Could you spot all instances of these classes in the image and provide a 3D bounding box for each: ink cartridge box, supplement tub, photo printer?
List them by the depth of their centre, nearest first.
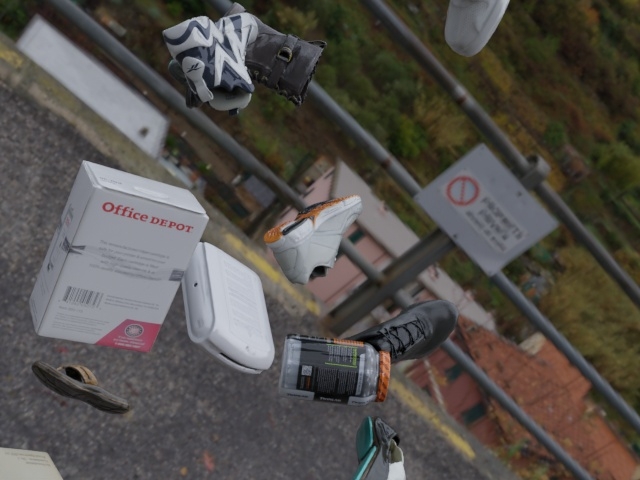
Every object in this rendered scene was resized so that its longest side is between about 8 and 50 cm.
[{"bbox_3d":[-0.343,0.032,1.419,0.207,0.283,0.117,16,19,-33],"label":"ink cartridge box"},{"bbox_3d":[0.024,0.234,1.500,0.190,0.117,0.117,8,32,-2],"label":"supplement tub"},{"bbox_3d":[-0.233,0.182,2.110,0.256,0.107,0.307,37,29,-45],"label":"photo printer"}]

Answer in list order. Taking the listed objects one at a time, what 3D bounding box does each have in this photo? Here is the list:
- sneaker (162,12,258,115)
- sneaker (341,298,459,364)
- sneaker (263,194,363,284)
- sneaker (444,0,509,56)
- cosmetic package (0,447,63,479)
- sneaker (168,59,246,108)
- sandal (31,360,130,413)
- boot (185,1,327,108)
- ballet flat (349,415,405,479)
[{"bbox_3d":[-0.151,-0.277,1.344,0.235,0.094,0.153,-42,114,-70],"label":"sneaker"},{"bbox_3d":[0.146,0.200,1.644,0.109,0.286,0.130,62,-5,7],"label":"sneaker"},{"bbox_3d":[0.000,0.000,1.572,0.262,0.099,0.121,-32,107,-46],"label":"sneaker"},{"bbox_3d":[0.201,-0.420,1.198,0.169,0.292,0.108,4,23,-33],"label":"sneaker"},{"bbox_3d":[-0.426,0.450,1.228,0.309,0.113,0.160,41,8,35],"label":"cosmetic package"},{"bbox_3d":[-0.215,-0.298,1.599,0.166,0.065,0.076,24,23,-6],"label":"sneaker"},{"bbox_3d":[-0.478,0.287,1.691,0.219,0.090,0.060,28,57,-23],"label":"sandal"},{"bbox_3d":[-0.134,-0.344,1.739,0.229,0.263,0.091,31,4,-3],"label":"boot"},{"bbox_3d":[0.106,0.403,1.502,0.096,0.095,0.280,30,20,0],"label":"ballet flat"}]
